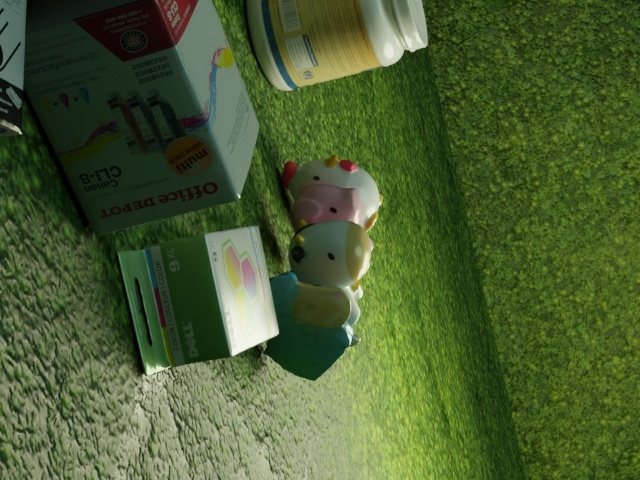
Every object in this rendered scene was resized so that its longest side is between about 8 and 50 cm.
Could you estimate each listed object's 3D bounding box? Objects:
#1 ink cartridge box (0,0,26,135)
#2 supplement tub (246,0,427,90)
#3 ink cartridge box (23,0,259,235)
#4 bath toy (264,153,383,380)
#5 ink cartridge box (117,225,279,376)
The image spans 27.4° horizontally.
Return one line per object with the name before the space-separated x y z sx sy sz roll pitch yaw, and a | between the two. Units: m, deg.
ink cartridge box | -0.243 -0.131 0.773 0.207 0.046 0.097 27 61 -72
supplement tub | 0.022 -0.276 1.637 0.144 0.200 0.144 -12 90 -76
ink cartridge box | -0.139 -0.117 1.021 0.127 0.128 0.176 -81 153 -57
bath toy | 0.000 0.000 1.492 0.129 0.151 0.348 35 28 -13
ink cartridge box | -0.102 0.049 1.160 0.209 0.062 0.109 -11 89 -75
